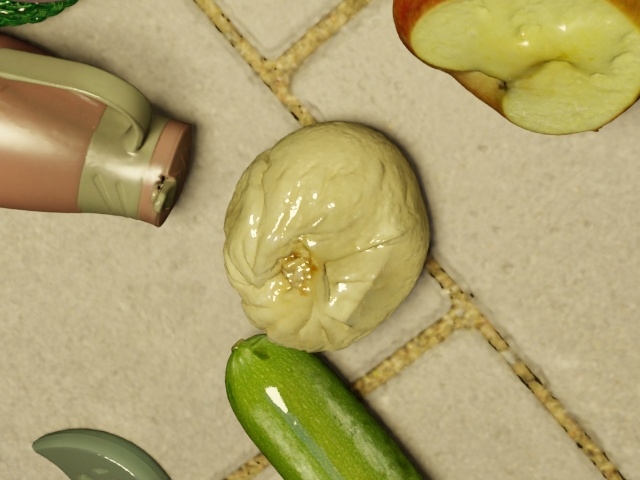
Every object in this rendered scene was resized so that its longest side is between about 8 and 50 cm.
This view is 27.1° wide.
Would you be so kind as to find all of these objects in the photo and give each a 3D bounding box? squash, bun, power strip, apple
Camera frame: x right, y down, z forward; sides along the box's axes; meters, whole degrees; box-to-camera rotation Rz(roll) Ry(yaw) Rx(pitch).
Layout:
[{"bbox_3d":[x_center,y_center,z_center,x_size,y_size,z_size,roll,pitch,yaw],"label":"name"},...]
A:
[{"bbox_3d":[0.049,0.231,1.118,0.101,0.101,0.378,-36,91,21],"label":"squash"},{"bbox_3d":[0.000,0.000,1.053,0.164,0.111,0.188,40,108,-4],"label":"bun"},{"bbox_3d":[-0.190,0.276,1.219,0.137,0.044,0.215,-2,106,14],"label":"power strip"},{"bbox_3d":[0.153,-0.165,0.936,0.195,0.160,0.173,31,127,-22],"label":"apple"}]

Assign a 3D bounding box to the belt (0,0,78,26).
[{"bbox_3d":[-0.245,-0.234,1.063,0.151,0.079,0.121,-28,91,6],"label":"belt"}]

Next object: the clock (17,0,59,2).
[{"bbox_3d":[-0.199,-0.344,0.956,0.339,0.102,0.338,0,96,1],"label":"clock"}]

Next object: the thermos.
[{"bbox_3d":[-0.234,-0.094,1.060,0.265,0.146,0.176,16,153,1],"label":"thermos"}]
